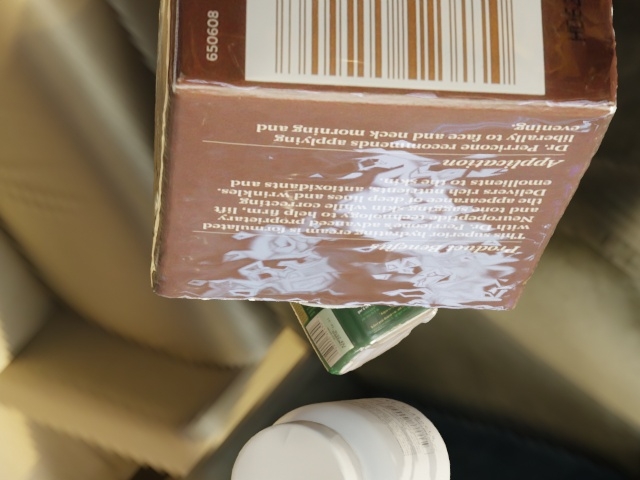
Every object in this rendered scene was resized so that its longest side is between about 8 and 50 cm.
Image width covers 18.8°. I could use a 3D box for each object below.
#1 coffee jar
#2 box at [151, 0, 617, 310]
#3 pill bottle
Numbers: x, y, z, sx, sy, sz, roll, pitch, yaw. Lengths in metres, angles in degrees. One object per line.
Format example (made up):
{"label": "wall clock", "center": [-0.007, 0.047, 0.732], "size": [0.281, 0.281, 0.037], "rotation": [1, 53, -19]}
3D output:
{"label": "coffee jar", "center": [0.000, 0.000, 1.421], "size": [0.184, 0.096, 0.079], "rotation": [57, 151, 9]}
{"label": "box", "center": [0.017, -0.085, 0.808], "size": [0.168, 0.167, 0.203], "rotation": [2, 156, -6]}
{"label": "pill bottle", "center": [0.015, 0.200, 1.624], "size": [0.131, 0.131, 0.229], "rotation": [32, -172, 20]}
